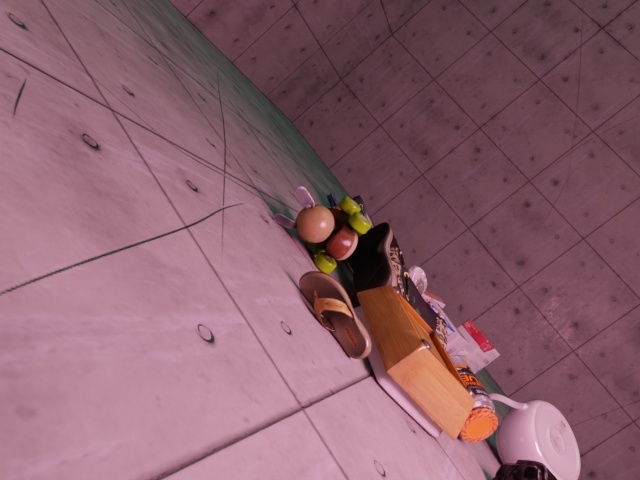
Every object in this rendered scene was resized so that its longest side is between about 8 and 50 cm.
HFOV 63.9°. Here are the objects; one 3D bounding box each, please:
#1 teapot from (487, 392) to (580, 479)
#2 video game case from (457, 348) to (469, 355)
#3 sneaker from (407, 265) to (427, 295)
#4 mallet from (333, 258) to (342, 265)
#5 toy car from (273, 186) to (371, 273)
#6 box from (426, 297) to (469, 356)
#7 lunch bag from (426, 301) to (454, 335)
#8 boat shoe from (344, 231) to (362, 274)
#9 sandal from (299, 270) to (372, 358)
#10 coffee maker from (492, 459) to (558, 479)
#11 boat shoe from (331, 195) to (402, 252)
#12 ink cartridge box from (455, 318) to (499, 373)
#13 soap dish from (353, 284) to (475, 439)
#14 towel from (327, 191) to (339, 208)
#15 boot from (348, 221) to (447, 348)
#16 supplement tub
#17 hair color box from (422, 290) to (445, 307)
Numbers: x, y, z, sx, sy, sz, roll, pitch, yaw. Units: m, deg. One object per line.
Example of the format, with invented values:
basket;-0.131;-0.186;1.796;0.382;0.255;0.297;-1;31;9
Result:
teapot;0.583;0.579;1.448;0.252;0.187;0.256;24;50;-29
video game case;0.413;0.329;1.836;0.201;0.023;0.183;15;28;-30
sneaker;0.248;0.161;1.566;0.115;0.090;0.232;38;-44;35
mallet;0.000;0.000;1.372;0.062;0.039;0.190;41;9;-37
toy car;-0.010;-0.043;1.167;0.188;0.155;0.149;30;19;-31
box;0.374;0.300;1.673;0.091;0.130;0.170;40;14;-46
lunch bag;0.302;0.253;1.514;0.151;0.129;0.096;37;15;-49
boat shoe;0.137;0.070;1.518;0.285;0.104;0.089;57;16;17
sandal;0.022;0.130;0.890;0.180;0.072;0.049;57;31;10
coffee maker;0.491;0.556;1.108;0.178;0.171;0.120;44;27;-26
boat shoe;0.237;0.028;2.020;0.500;0.156;0.187;49;7;-18
ink cartridge box;0.540;0.410;1.906;0.128;0.176;0.127;45;9;-39
soap dish;0.188;0.236;1.070;0.229;0.118;0.291;47;10;-22
towel;0.133;-0.087;2.325;0.243;0.040;0.336;49;9;-19
boot;0.209;0.132;1.372;0.284;0.138;0.377;51;15;-19
supplement tub;0.341;0.380;1.241;0.117;0.117;0.190;46;10;-29
hair color box;0.345;0.219;1.817;0.167;0.093;0.053;27;19;-19
